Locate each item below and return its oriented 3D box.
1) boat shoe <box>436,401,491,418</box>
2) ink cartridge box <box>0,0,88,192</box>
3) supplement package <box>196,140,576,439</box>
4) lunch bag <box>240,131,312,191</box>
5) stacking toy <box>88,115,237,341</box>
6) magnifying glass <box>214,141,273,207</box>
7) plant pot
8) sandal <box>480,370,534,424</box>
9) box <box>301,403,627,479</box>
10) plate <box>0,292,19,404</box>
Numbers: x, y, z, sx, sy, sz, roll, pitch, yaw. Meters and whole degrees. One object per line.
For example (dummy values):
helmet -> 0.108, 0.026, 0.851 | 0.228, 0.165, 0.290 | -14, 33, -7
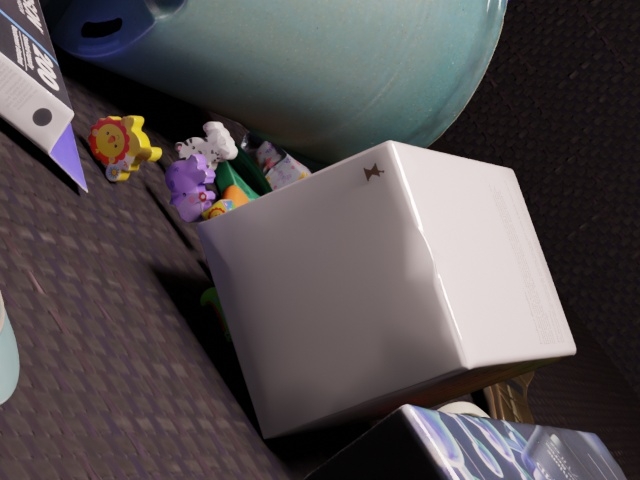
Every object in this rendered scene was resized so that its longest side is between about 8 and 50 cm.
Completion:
boat shoe -> 0.186, 0.235, 1.587 | 0.228, 0.081, 0.069 | 33, 24, -38
ink cartridge box -> -0.245, -0.158, 1.216 | 0.208, 0.045, 0.206 | 44, 13, -36
supplement package -> 0.061, 0.042, 1.292 | 0.293, 0.175, 0.177 | 6, 64, -66
lunch bag -> -0.044, -0.079, 1.719 | 0.071, 0.053, 0.083 | 44, 5, -38
stacking toy -> -0.089, -0.006, 1.338 | 0.221, 0.052, 0.167 | 59, 20, 10
magnifying glass -> -0.080, -0.048, 1.557 | 0.092, 0.026, 0.231 | 49, 13, -13
plant pot -> -0.064, -0.252, 1.486 | 0.334, 0.341, 0.341 | 11, 38, -45
sandal -> 0.209, 0.174, 1.914 | 0.090, 0.060, 0.219 | 38, 31, -28
box -> 0.102, 0.268, 0.836 | 0.293, 0.212, 0.395 | 56, 13, 19
plate -> -0.220, 0.008, 0.860 | 0.188, 0.024, 0.188 | 49, 12, -14
